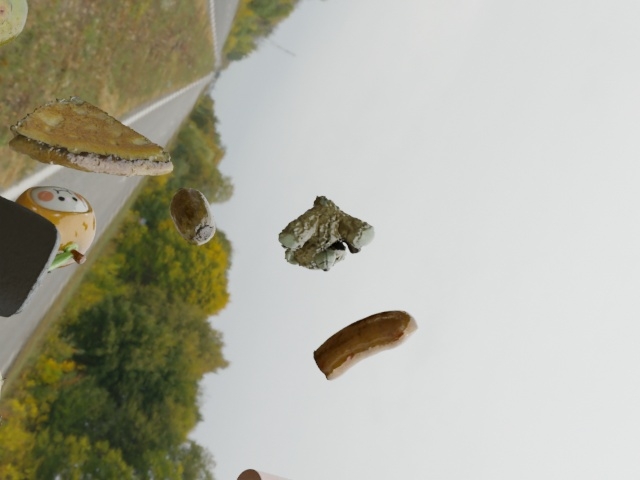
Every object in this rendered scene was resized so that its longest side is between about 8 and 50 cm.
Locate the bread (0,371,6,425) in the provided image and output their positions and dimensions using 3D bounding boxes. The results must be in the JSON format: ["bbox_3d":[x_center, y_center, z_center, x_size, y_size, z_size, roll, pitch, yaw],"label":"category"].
[{"bbox_3d":[-0.987,0.365,1.746,0.279,0.278,0.207,84,-8,-45],"label":"bread"}]

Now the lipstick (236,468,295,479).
[{"bbox_3d":[-0.085,0.653,1.757,0.087,0.327,0.087,-17,-124,28],"label":"lipstick"}]

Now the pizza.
[{"bbox_3d":[-0.692,-0.284,1.968,0.392,0.434,0.080,-28,144,-59],"label":"pizza"}]

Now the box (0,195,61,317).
[{"bbox_3d":[-0.599,0.024,1.269,0.213,0.201,0.042,-61,-178,9],"label":"box"}]

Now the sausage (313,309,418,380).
[{"bbox_3d":[0.111,0.243,1.670,0.270,0.109,0.109,-28,-152,19],"label":"sausage"}]

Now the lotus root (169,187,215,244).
[{"bbox_3d":[-0.417,-0.089,2.230,0.260,0.128,0.145,53,-32,43],"label":"lotus root"}]

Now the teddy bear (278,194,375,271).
[{"bbox_3d":[0.000,0.000,1.943,0.256,0.266,0.156,105,-18,-51],"label":"teddy bear"}]

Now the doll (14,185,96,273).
[{"bbox_3d":[-0.628,-0.009,1.642,0.213,0.236,0.213,-33,152,-20],"label":"doll"}]

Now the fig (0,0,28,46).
[{"bbox_3d":[-0.745,-0.519,1.455,0.207,0.230,0.207,-46,168,-12],"label":"fig"}]
